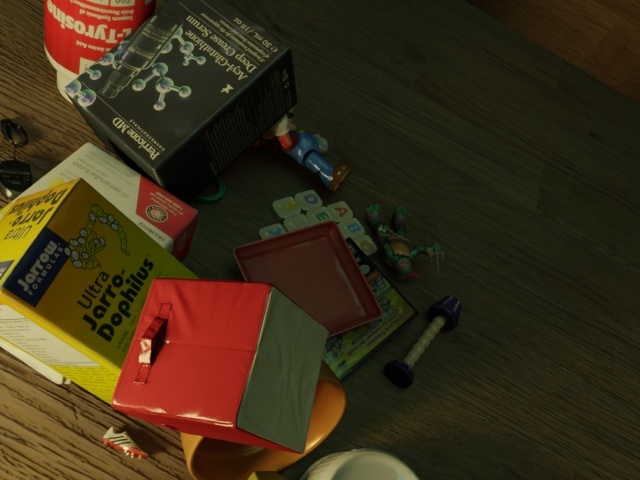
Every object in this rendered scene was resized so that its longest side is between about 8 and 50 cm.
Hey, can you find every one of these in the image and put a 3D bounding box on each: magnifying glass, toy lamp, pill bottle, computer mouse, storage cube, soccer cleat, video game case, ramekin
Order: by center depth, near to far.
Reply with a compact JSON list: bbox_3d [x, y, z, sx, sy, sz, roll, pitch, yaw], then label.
[{"bbox_3d":[-0.126,0.171,0.825,0.193,0.215,0.184,0,63,26],"label":"storage cube"},{"bbox_3d":[-0.339,0.356,1.065,0.083,0.029,0.035,22,54,-3],"label":"soccer cleat"},{"bbox_3d":[0.081,0.503,1.088,0.273,0.127,0.273,12,53,-16],"label":"ramekin"},{"bbox_3d":[-0.660,-0.171,1.300,0.071,0.041,0.242,4,48,-33],"label":"computer mouse"},{"bbox_3d":[-0.496,-0.496,1.363,0.229,0.408,0.229,12,52,-16],"label":"pill bottle"},{"bbox_3d":[0.049,0.152,1.369,0.275,0.035,0.248,-34,74,-31],"label":"video game case"},{"bbox_3d":[0.247,0.225,1.405,0.080,0.080,0.274,43,52,9],"label":"toy lamp"},{"bbox_3d":[-0.333,-0.164,1.450,0.231,0.026,0.092,31,49,-1],"label":"magnifying glass"}]

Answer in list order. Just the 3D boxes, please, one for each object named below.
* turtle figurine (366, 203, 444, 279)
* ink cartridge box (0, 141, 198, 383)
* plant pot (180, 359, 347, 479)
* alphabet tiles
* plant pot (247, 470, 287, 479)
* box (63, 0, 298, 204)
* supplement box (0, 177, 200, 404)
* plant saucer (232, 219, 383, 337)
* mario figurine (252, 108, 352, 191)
[{"bbox_3d":[0.196,0.006,1.513,0.175,0.118,0.234,18,33,-31],"label":"turtle figurine"},{"bbox_3d":[-0.460,0.032,1.156,0.279,0.160,0.385,33,50,1],"label":"ink cartridge box"},{"bbox_3d":[-0.124,0.265,1.085,0.291,0.291,0.203,-7,44,-29],"label":"plant pot"},{"bbox_3d":[0.000,0.000,1.488,0.278,0.021,0.284,-20,66,-35],"label":"alphabet tiles"},{"bbox_3d":[-0.096,0.453,1.065,0.081,0.081,0.083,16,25,-41],"label":"plant pot"},{"bbox_3d":[-0.291,-0.321,1.344,0.293,0.212,0.395,40,76,15],"label":"box"},{"bbox_3d":[-0.328,0.104,0.927,0.356,0.194,0.195,48,50,-35],"label":"supplement box"},{"bbox_3d":[-0.031,0.101,1.324,0.259,0.048,0.258,-16,66,-26],"label":"plant saucer"},{"bbox_3d":[-0.050,-0.272,1.556,0.320,0.198,0.170,36,63,-3],"label":"mario figurine"}]
